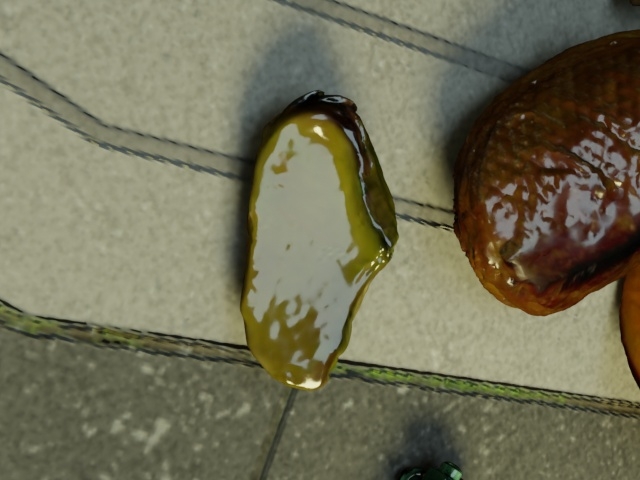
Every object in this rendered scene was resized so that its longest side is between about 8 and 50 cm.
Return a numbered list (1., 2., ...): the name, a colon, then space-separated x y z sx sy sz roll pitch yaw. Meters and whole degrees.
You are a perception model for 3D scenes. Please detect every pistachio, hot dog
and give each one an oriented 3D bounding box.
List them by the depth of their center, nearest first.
1. pistachio: 0.000 0.000 0.556 0.090 0.049 0.172 6 92 -6
2. hot dog: 0.184 -0.043 0.619 0.227 0.099 0.160 -26 106 -13

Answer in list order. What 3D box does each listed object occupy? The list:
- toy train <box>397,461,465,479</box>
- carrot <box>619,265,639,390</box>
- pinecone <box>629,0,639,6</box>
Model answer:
1. toy train: 0.069 0.195 0.609 0.064 0.044 0.103 40 77 -28
2. carrot: 0.384 0.119 0.685 0.331 0.214 0.193 34 121 -30
3. pinecone: 0.275 -0.264 0.625 0.212 0.169 0.185 55 54 -34
